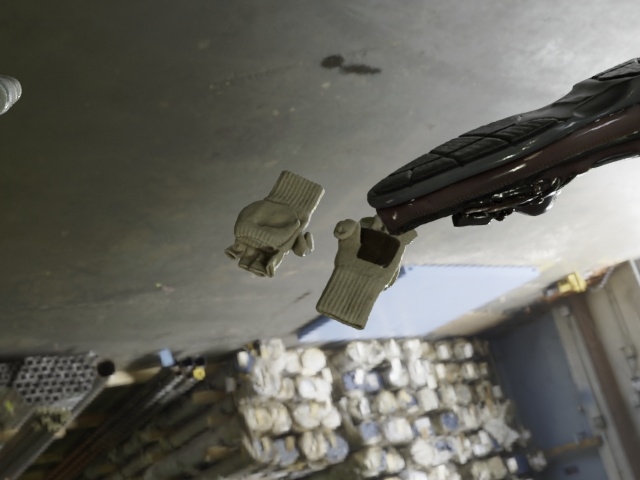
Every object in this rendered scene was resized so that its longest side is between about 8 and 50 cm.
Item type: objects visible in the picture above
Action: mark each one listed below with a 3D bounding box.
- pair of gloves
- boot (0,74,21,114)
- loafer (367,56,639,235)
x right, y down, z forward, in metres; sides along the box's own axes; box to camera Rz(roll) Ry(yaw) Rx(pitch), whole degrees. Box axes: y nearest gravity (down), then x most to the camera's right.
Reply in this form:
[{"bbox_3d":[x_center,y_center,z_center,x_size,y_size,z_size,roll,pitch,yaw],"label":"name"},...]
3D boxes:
[{"bbox_3d":[0.000,0.000,1.118,0.204,0.240,0.042,-52,165,-39],"label":"pair of gloves"},{"bbox_3d":[-0.649,-0.227,1.367,0.258,0.095,0.123,-13,-164,-2],"label":"boot"},{"bbox_3d":[0.189,-0.062,0.636,0.303,0.095,0.109,-25,-166,-5],"label":"loafer"}]
